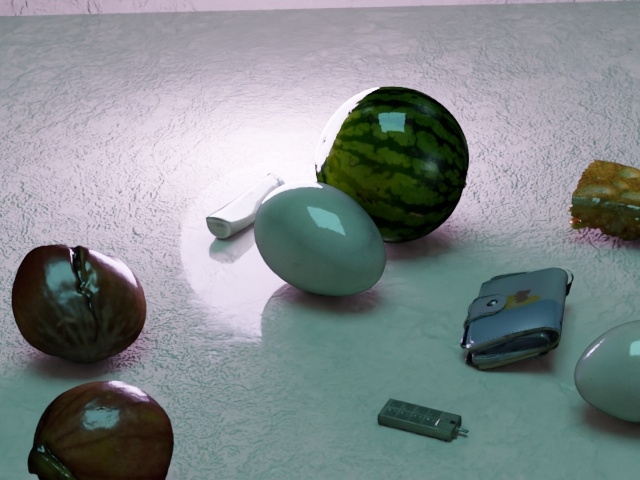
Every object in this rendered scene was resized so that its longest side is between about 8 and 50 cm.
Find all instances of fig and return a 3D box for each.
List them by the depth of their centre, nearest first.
[{"bbox_3d":[-0.292,0.279,1.737,0.205,0.205,0.205,-2,28,1],"label":"fig"}]

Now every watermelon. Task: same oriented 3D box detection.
[{"bbox_3d":[0.129,-0.135,2.403,0.285,0.285,0.285,-2,28,1],"label":"watermelon"}]

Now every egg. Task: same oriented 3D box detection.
[{"bbox_3d":[0.467,0.187,1.901,0.209,0.151,0.151,-10,28,-1],"label":"egg"},{"bbox_3d":[0.000,0.000,2.257,0.183,0.182,0.264,-25,41,-36],"label":"egg"}]

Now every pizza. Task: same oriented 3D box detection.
[{"bbox_3d":[0.604,-0.068,2.443,0.268,0.087,0.258,10,26,21],"label":"pizza"}]

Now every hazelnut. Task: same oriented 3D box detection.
[{"bbox_3d":[-0.382,0.098,2.112,0.212,0.181,0.181,0,6,-17],"label":"hazelnut"}]

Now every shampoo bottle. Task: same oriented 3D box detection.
[{"bbox_3d":[-0.139,-0.067,2.535,0.072,0.049,0.212,8,29,27],"label":"shampoo bottle"}]

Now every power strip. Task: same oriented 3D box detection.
[{"bbox_3d":[0.150,0.261,1.928,0.136,0.019,0.051,11,29,24],"label":"power strip"}]

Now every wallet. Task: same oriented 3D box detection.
[{"bbox_3d":[0.315,0.122,2.124,0.170,0.069,0.231,-12,21,20],"label":"wallet"}]
